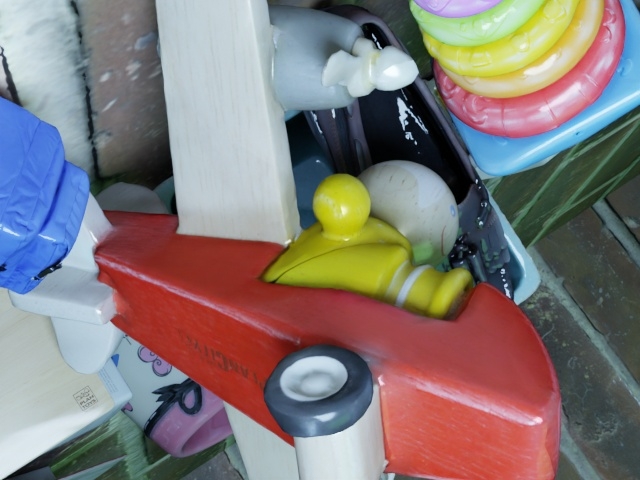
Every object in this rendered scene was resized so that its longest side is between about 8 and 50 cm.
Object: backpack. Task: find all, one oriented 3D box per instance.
[{"bbox_3d":[-0.208,-0.011,0.742,0.120,0.101,0.098,-36,-152,41],"label":"backpack"}]

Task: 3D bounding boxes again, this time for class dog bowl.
[{"bbox_3d":[-0.084,0.122,1.544,0.408,0.150,0.408,-33,168,-8],"label":"dog bowl"}]

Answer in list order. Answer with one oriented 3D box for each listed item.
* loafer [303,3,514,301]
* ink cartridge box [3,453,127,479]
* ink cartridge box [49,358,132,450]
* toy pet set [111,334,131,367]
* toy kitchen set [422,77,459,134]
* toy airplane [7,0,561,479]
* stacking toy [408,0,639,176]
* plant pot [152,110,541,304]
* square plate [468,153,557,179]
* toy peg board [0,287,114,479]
[{"bbox_3d":[0.071,-0.042,0.936,0.109,0.302,0.095,-32,-167,-14],"label":"loafer"},{"bbox_3d":[-0.450,0.373,1.712,0.261,0.066,0.296,-38,169,15],"label":"ink cartridge box"},{"bbox_3d":[-0.280,0.133,1.089,0.175,0.127,0.072,-23,166,-42],"label":"ink cartridge box"},{"bbox_3d":[-0.241,0.124,1.317,0.114,0.065,0.122,-44,165,35],"label":"toy pet set"},{"bbox_3d":[0.176,-0.166,1.197,0.166,0.122,0.207,-38,168,12],"label":"toy kitchen set"},{"bbox_3d":[-0.027,0.025,0.835,0.272,0.384,0.386,-34,176,-32],"label":"toy airplane"},{"bbox_3d":[0.121,-0.195,0.905,0.175,0.165,0.302,-30,147,17],"label":"stacking toy"},{"bbox_3d":[0.000,0.000,1.113,0.248,0.247,0.252,-33,-173,-10],"label":"plant pot"},{"bbox_3d":[0.382,-0.215,1.762,0.344,0.049,0.347,-42,167,28],"label":"square plate"},{"bbox_3d":[-0.274,0.105,0.955,0.161,0.160,0.079,-32,-177,-15],"label":"toy peg board"}]
